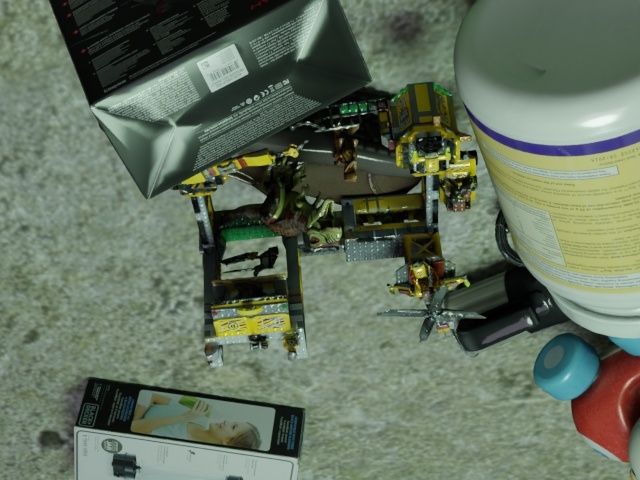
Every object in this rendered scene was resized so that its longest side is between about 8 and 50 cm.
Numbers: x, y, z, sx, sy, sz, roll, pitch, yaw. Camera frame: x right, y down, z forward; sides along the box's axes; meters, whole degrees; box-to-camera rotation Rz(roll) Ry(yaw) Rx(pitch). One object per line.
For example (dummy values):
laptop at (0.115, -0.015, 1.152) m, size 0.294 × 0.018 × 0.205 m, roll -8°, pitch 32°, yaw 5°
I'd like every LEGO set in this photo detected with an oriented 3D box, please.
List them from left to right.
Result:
LEGO set at (0.000, 0.000, 1.274) m, size 0.331 × 0.192 × 0.255 m, roll 0°, pitch 140°, yaw -6°

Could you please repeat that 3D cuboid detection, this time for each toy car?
toy car at (0.368, 0.214, 1.454) m, size 0.219 × 0.238 × 0.210 m, roll 36°, pitch 127°, yaw -22°

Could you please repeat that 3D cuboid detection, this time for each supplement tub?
supplement tub at (0.278, -0.086, 1.277) m, size 0.241 × 0.241 × 0.331 m, roll -11°, pitch 136°, yaw 16°

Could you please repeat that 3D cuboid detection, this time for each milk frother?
milk frother at (0.199, 0.046, 1.524) m, size 0.135 × 0.129 × 0.143 m, roll -24°, pitch 82°, yaw 25°

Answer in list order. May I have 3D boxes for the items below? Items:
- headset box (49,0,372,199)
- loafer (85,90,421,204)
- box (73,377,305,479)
headset box at (-0.113, -0.196, 1.197) m, size 0.218 × 0.293 × 0.110 m, roll -28°, pitch 129°, yaw -2°
loafer at (-0.065, -0.095, 1.390) m, size 0.366 × 0.134 × 0.130 m, roll 14°, pitch 133°, yaw -7°
box at (-0.172, 0.285, 1.774) m, size 0.290 × 0.087 × 0.169 m, roll 8°, pitch 132°, yaw 0°
